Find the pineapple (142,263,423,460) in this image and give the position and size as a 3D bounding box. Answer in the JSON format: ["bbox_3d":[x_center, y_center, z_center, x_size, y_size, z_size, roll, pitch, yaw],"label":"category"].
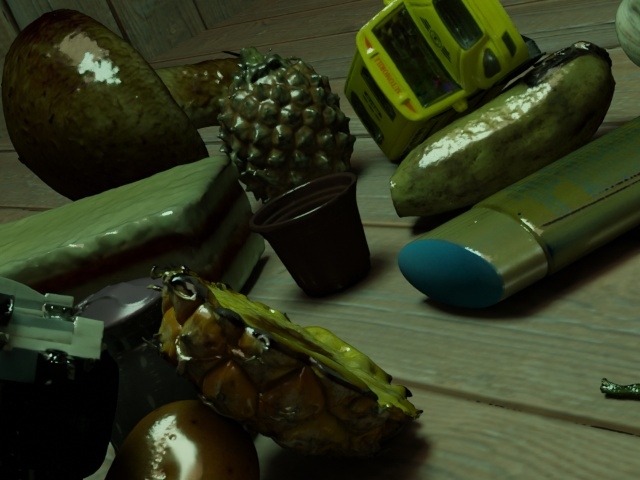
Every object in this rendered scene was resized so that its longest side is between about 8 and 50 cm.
[{"bbox_3d":[-0.033,0.090,0.901,0.076,0.225,0.225,-60,21,1],"label":"pineapple"}]

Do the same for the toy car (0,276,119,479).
[{"bbox_3d":[-0.248,0.128,0.896,0.193,0.118,0.301,9,-32,-13],"label":"toy car"}]

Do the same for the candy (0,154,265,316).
[{"bbox_3d":[-0.229,0.035,1.355,0.321,0.135,0.179,-17,20,16],"label":"candy"}]

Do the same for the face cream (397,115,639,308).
[{"bbox_3d":[0.209,-0.030,1.088,0.285,0.067,0.139,-27,17,-14],"label":"face cream"}]

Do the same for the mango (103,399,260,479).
[{"bbox_3d":[-0.097,0.178,0.862,0.105,0.084,0.159,6,49,30],"label":"mango"}]

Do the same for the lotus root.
[{"bbox_3d":[0.181,-0.099,1.289,0.258,0.097,0.110,-32,6,2],"label":"lotus root"}]

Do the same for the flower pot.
[{"bbox_3d":[0.000,0.000,1.235,0.111,0.089,0.111,-23,17,7],"label":"flower pot"}]

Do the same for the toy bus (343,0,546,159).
[{"bbox_3d":[0.114,-0.188,1.398,0.152,0.144,0.330,-32,-4,-7],"label":"toy bus"}]

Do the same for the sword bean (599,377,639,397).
[{"bbox_3d":[0.207,0.095,0.820,0.012,0.012,0.083,-34,19,-31],"label":"sword bean"}]

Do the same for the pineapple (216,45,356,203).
[{"bbox_3d":[-0.049,-0.139,1.535,0.166,0.193,0.166,-22,22,9],"label":"pineapple"}]

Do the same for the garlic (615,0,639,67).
[{"bbox_3d":[0.369,-0.161,1.171,0.199,0.199,0.226,-17,51,22],"label":"garlic"}]

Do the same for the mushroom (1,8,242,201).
[{"bbox_3d":[-0.224,-0.178,1.712,0.356,0.334,0.331,-31,17,9],"label":"mushroom"}]

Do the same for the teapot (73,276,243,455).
[{"bbox_3d":[-0.130,0.096,1.026,0.116,0.146,0.148,-27,17,-8],"label":"teapot"}]
